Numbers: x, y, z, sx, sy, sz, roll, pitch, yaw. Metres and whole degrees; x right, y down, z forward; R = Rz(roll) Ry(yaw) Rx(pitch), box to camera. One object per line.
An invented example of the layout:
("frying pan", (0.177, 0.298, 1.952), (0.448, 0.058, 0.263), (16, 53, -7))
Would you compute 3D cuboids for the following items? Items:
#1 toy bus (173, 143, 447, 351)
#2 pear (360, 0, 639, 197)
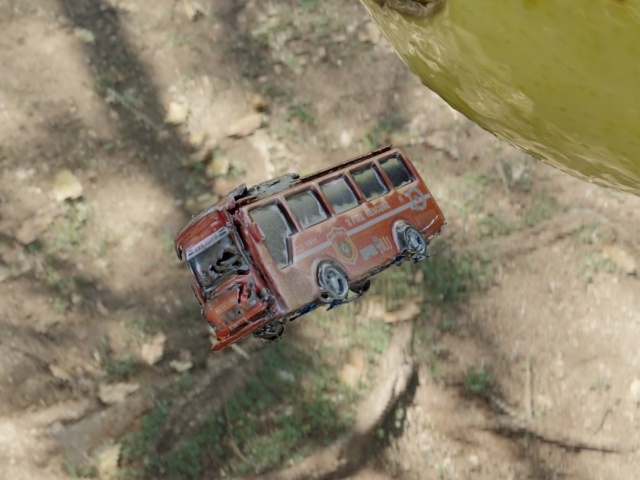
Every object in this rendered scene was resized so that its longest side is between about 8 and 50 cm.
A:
("toy bus", (0.000, 0.000, 0.827), (0.235, 0.073, 0.096), (-21, 80, -55))
("pear", (0.151, -0.148, 0.408), (0.309, 0.309, 0.309), (-5, 54, 6))
